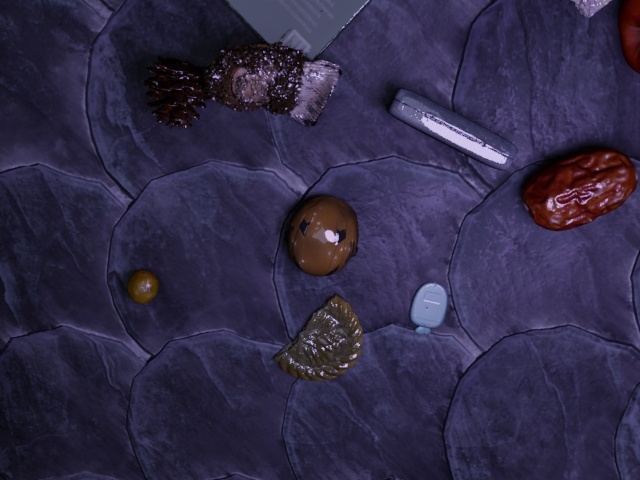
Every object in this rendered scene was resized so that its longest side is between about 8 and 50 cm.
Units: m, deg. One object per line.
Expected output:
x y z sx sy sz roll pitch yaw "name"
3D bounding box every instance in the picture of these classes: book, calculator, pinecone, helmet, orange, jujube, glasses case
-0.016 -0.615 1.318 0.371 0.043 0.260 -43 100 14 "book"
0.292 0.186 1.497 0.095 0.021 0.152 12 101 2 "calculator"
-0.349 -0.351 1.352 0.163 0.163 0.165 16 115 1 "pinecone"
0.000 0.000 1.421 0.199 0.130 0.224 15 106 4 "helmet"
-0.482 0.128 1.512 0.085 0.085 0.095 15 110 1 "orange"
0.610 -0.124 1.320 0.251 0.174 0.174 -23 101 13 "jujube"
0.311 -0.265 1.328 0.323 0.131 0.074 27 103 -2 "glasses case"

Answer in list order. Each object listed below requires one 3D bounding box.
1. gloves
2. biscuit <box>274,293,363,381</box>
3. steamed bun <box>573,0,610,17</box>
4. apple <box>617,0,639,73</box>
-0.120 -0.374 1.314 0.313 0.210 0.135 14 66 -23 "gloves"
0.018 0.294 1.537 0.187 0.036 0.273 38 104 -5 "biscuit"
0.597 -0.635 1.197 0.200 0.170 0.225 -40 96 17 "steamed bun"
0.769 -0.469 1.183 0.217 0.260 0.260 -24 101 5 "apple"
